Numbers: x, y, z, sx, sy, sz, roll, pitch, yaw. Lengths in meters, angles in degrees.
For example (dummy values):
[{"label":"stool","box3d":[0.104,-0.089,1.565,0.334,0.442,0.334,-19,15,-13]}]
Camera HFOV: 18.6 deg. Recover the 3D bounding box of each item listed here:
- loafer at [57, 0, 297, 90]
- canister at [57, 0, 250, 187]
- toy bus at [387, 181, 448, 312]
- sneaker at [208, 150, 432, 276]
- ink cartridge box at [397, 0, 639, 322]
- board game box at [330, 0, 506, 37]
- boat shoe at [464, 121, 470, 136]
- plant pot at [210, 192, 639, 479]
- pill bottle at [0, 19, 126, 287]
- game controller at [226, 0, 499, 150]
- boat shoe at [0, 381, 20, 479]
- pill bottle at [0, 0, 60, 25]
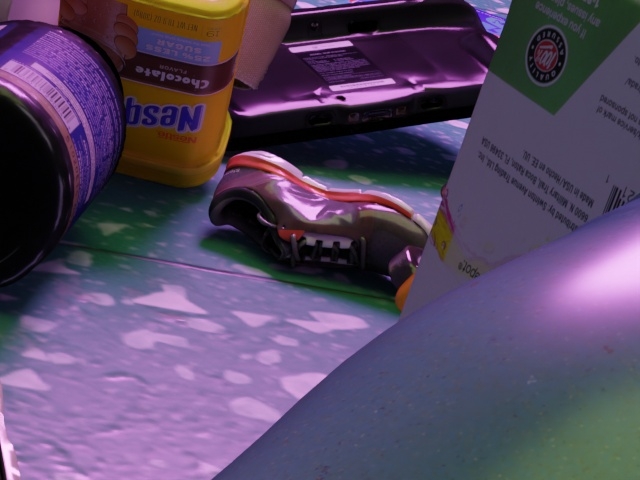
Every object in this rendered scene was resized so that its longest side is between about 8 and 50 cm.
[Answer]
[{"label":"loafer","box3d":[-0.144,-0.144,1.388,0.269,0.092,0.102,-3,-19,30]},{"label":"canister","box3d":[-0.113,-0.121,1.262,0.126,0.170,0.073,15,53,-1]},{"label":"toy bus","box3d":[0.143,-0.001,1.188,0.130,0.108,0.332,48,19,-3]},{"label":"sneaker","box3d":[0.000,0.000,1.230,0.158,0.061,0.065,20,45,15]},{"label":"ink cartridge box","box3d":[0.139,0.036,0.854,0.117,0.278,0.201,9,19,-29]},{"label":"board game box","box3d":[0.112,-0.194,1.880,0.160,0.047,0.210,21,20,16]},{"label":"boat shoe","box3d":[0.184,-0.052,1.489,0.183,0.066,0.066,24,21,24]},{"label":"plant pot","box3d":[0.072,0.134,0.576,0.255,0.271,0.272,-18,35,-34]},{"label":"pill bottle","box3d":[-0.179,-0.059,1.116,0.123,0.122,0.219,16,18,2]},{"label":"game controller","box3d":[0.005,-0.130,1.510,0.319,0.067,0.166,-10,42,-25]},{"label":"boat shoe","box3d":[-0.158,0.085,0.824,0.042,0.049,0.133,16,21,-25]},{"label":"pill bottle","box3d":[-0.338,-0.203,1.316,0.323,0.181,0.181,18,18,7]}]
